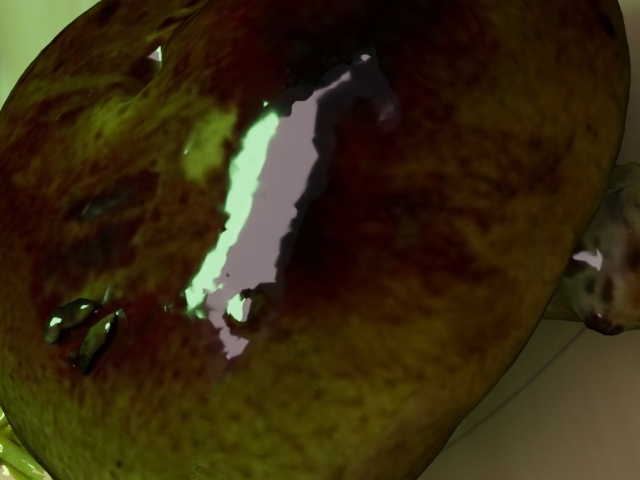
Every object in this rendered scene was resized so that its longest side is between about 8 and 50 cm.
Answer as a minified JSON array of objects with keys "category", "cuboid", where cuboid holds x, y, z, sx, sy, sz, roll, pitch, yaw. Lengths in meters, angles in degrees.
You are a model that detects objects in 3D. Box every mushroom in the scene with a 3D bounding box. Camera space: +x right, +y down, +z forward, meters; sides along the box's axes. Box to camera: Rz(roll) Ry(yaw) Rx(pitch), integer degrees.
[{"category":"mushroom","cuboid":[0.000,0.000,0.634,0.345,0.260,0.345,-28,44,30]}]

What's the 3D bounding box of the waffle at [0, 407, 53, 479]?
[{"category":"waffle","cuboid":[-0.213,0.119,0.783,0.312,0.060,0.307,-23,82,5]}]
